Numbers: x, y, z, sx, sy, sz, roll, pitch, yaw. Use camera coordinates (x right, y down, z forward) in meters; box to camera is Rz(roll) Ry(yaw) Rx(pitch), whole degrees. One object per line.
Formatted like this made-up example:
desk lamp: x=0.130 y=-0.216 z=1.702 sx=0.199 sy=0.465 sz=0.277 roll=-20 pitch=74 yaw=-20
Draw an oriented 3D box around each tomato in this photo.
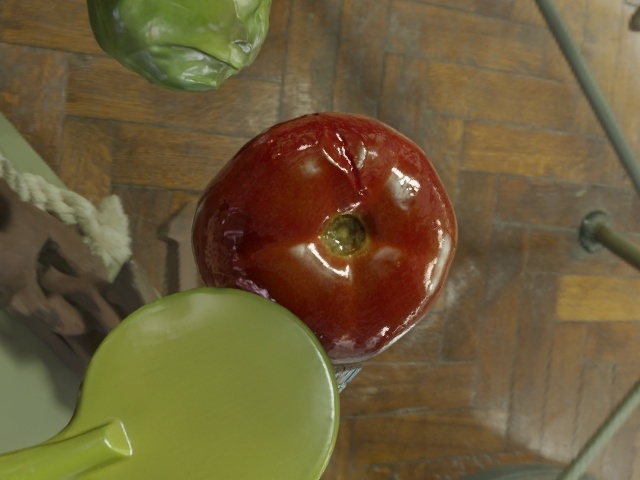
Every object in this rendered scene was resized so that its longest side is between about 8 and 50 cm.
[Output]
tomato: x=0.000 y=0.000 z=1.057 sx=0.299 sy=0.226 sz=0.298 roll=-1 pitch=93 yaw=-20

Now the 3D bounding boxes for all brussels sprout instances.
brussels sprout: x=-0.230 y=-0.409 z=1.519 sx=0.328 sy=0.247 sz=0.328 roll=-21 pitch=131 yaw=-26

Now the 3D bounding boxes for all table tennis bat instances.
table tennis bat: x=-0.157 y=0.170 z=0.804 sx=0.369 sy=0.054 sz=0.224 roll=-20 pitch=68 yaw=-18

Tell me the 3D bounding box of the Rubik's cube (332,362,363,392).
Rubik's cube: x=-0.082 y=0.173 z=1.242 sx=0.184 sy=0.187 sz=0.182 roll=44 pitch=99 yaw=13
